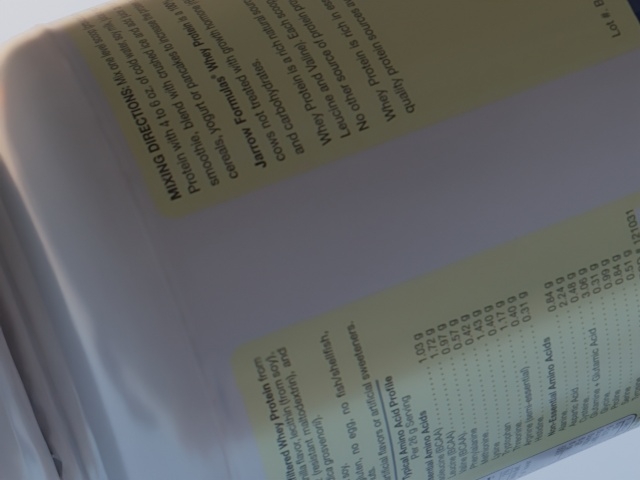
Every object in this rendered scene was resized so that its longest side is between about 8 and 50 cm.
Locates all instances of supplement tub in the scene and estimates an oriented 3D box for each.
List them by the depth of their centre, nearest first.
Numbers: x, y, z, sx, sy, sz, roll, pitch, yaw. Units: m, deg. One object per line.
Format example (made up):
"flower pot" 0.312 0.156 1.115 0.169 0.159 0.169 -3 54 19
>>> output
"supplement tub" 0.000 0.000 0.712 0.325 0.235 0.235 -21 -140 -12
